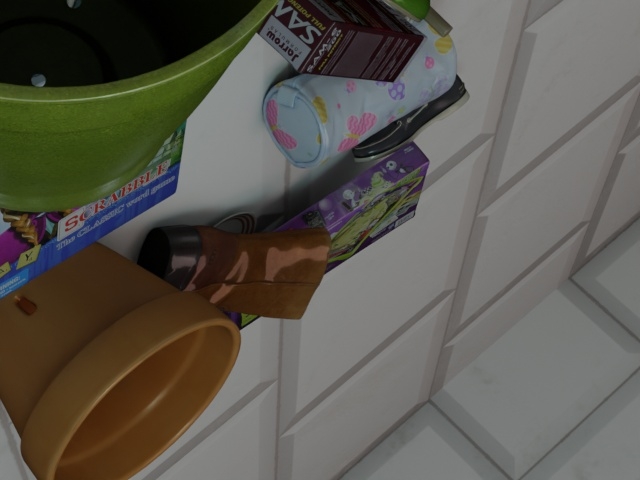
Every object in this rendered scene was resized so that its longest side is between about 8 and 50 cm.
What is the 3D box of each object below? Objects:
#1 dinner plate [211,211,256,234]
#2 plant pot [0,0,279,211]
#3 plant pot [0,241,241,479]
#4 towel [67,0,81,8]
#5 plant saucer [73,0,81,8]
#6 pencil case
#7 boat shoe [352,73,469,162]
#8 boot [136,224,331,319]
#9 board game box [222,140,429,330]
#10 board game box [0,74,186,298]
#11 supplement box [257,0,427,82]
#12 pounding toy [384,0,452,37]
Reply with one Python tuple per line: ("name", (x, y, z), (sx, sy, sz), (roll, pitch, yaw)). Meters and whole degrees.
("dinner plate", (-0.145, 0.011, 2.045), (0.141, 0.017, 0.141), (-40, 158, -19))
("plant pot", (-0.210, -0.190, 1.116), (0.366, 0.366, 0.353), (-38, 170, -22))
("plant pot", (-0.266, 0.136, 1.770), (0.291, 0.203, 0.291), (-39, 159, -18))
("towel", (-0.136, -0.363, 1.331), (0.237, 0.037, 0.329), (-35, 159, -34))
("plant saucer", (-0.168, -0.274, 1.357), (0.067, 0.018, 0.192), (-23, 152, -53))
("pencil case", (0.055, -0.195, 1.912), (0.273, 0.113, 0.124), (-33, 146, -33))
("boat shoe", (0.122, -0.186, 2.173), (0.206, 0.075, 0.065), (-34, 114, -17))
("boot", (-0.142, 0.087, 2.008), (0.280, 0.096, 0.264), (1, 119, -42))
("board game box", (0.000, 0.000, 2.181), (0.347, 0.056, 0.208), (-33, 168, -15))
("board game box", (-0.271, -0.091, 1.526), (0.319, 0.066, 0.318), (-34, 157, -30))
("supplement box", (0.010, -0.248, 1.696), (0.073, 0.130, 0.239), (-55, 159, 21))
("pounding toy", (0.073, -0.325, 1.608), (0.110, 0.183, 0.237), (-54, 162, 11))
